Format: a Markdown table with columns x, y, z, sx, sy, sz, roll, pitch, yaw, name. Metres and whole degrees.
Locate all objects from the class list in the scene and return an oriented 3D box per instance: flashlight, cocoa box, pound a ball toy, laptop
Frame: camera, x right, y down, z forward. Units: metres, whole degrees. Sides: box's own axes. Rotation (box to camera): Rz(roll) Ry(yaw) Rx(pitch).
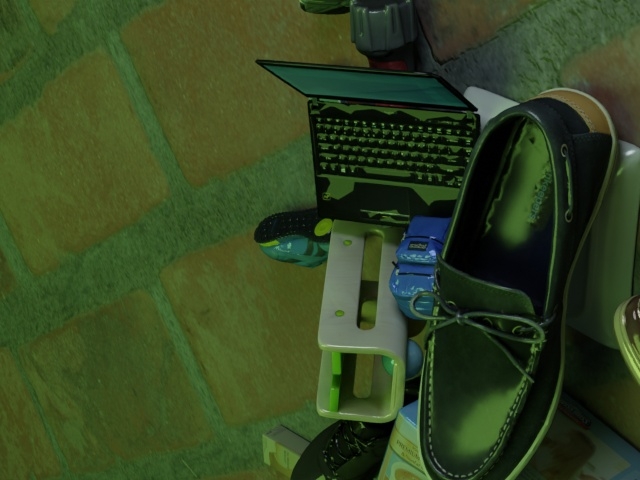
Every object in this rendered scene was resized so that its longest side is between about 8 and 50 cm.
| x | y | z | sx | sy | sz | roll | pitch | yaw | name |
| --- | --- | --- | --- | --- | --- | --- | --- | --- | --- |
| 0.083 | -0.169 | 1.989 | 0.103 | 0.103 | 0.304 | -108 | 10 | -59 | flashlight |
| 0.266 | 0.351 | 1.962 | 0.347 | 0.231 | 0.228 | 40 | 135 | 30 | cocoa box |
| 0.073 | 0.115 | 2.062 | 0.136 | 0.319 | 0.208 | 4 | 127 | 4 | pound a ball toy |
| 0.065 | -0.110 | 1.887 | 0.234 | 0.136 | 0.264 | 8 | 119 | 25 | laptop |

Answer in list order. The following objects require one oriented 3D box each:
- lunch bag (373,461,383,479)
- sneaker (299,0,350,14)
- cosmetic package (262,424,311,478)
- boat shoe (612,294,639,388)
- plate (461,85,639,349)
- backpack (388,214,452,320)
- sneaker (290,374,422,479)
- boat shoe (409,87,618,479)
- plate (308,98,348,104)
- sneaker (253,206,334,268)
| x | y | z | sx | sy | sz | roll | pitch | yaw | name |
| --- | --- | --- | --- | --- | --- | --- | --- | --- | --- |
| 0.085 | 0.329 | 2.292 | 0.151 | 0.096 | 0.129 | 47 | 142 | 7 | lunch bag |
| 0.028 | -0.382 | 1.980 | 0.229 | 0.086 | 0.132 | 136 | 135 | -70 | sneaker |
| -0.041 | 0.351 | 2.508 | 0.115 | 0.041 | 0.060 | 23 | 127 | 43 | cosmetic package |
| 0.471 | 0.179 | 1.714 | 0.342 | 0.123 | 0.123 | 52 | 134 | 11 | boat shoe |
| 0.265 | -0.024 | 1.905 | 0.278 | 0.045 | 0.277 | 27 | 130 | 41 | plate |
| 0.135 | 0.035 | 1.925 | 0.098 | 0.120 | 0.101 | 1 | 142 | 34 | backpack |
| 0.058 | 0.273 | 2.168 | 0.286 | 0.130 | 0.109 | -40 | 69 | 18 | sneaker |
| 0.200 | 0.066 | 1.774 | 0.187 | 0.156 | 0.500 | 24 | 104 | 33 | boat shoe |
| 0.021 | -0.141 | 2.114 | 0.188 | 0.024 | 0.188 | 170 | 90 | -76 | plate |
| 0.000 | 0.000 | 2.246 | 0.209 | 0.069 | 0.082 | -4 | 140 | 43 | sneaker |
